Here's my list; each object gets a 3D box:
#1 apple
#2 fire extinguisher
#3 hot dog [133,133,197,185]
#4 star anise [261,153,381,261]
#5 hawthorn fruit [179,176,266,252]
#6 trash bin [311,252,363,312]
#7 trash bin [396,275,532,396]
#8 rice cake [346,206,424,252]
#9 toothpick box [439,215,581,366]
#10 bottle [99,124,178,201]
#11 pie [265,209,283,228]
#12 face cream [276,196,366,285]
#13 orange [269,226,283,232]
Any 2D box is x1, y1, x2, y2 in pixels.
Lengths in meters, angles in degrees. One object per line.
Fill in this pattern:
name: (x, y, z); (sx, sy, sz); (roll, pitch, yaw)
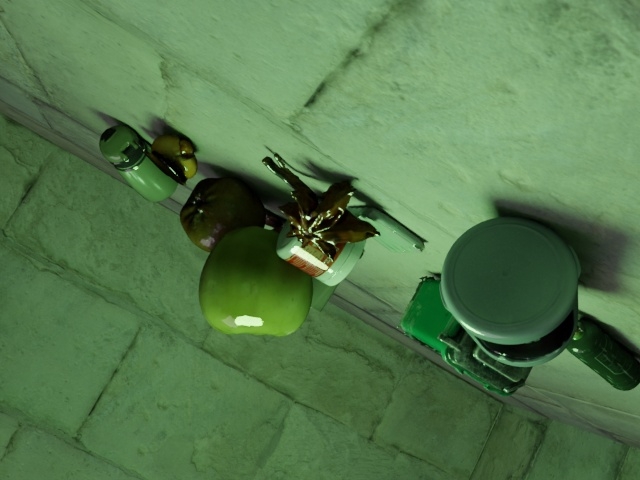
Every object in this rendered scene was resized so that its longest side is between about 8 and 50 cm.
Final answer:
apple: (-0.193, 0.133, 1.854); (0.357, 0.357, 0.357); (28, 169, 6)
fire extinguisher: (0.691, 0.269, 1.524); (0.311, 0.114, 0.095); (33, 129, -30)
hot dog: (-0.469, -0.277, 1.912); (0.326, 0.107, 0.194); (30, 165, 51)
star anise: (-0.015, -0.091, 1.494); (0.346, 0.148, 0.237); (39, 132, 13)
hawthorn fruit: (-0.310, -0.073, 2.059); (0.268, 0.267, 0.301); (19, 167, 43)
trash bin: (-0.013, 0.096, 2.081); (0.220, 0.250, 0.219); (30, 177, -6)
trash bin: (0.394, 0.235, 1.689); (0.295, 0.259, 0.381); (32, 171, -20)
rice cake: (0.169, -0.026, 1.613); (0.198, 0.037, 0.189); (33, 169, -18)
toothpick box: (0.392, 0.112, 1.224); (0.263, 0.263, 0.355); (22, 168, 31)
bottle: (-0.666, -0.284, 2.216); (0.169, 0.168, 0.347); (24, 164, 25)
pie: (-0.211, -0.089, 2.283); (0.155, 0.036, 0.154); (28, 169, 6)
face cream: (0.000, 0.000, 1.724); (0.187, 0.201, 0.201); (32, 169, -17)
orange: (-0.130, 0.060, 2.257); (0.171, 0.240, 0.240); (-17, 139, 40)
